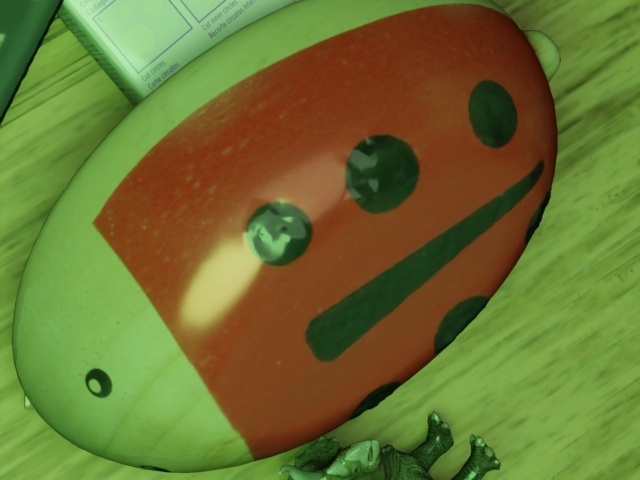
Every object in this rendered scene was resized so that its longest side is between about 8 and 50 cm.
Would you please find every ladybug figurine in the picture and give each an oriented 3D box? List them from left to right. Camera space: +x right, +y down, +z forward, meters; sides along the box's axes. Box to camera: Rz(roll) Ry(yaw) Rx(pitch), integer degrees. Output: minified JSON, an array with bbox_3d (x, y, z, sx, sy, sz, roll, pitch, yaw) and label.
[{"bbox_3d":[0.000,0.000,1.374,0.449,0.162,0.305,-40,132,-8],"label":"ladybug figurine"}]

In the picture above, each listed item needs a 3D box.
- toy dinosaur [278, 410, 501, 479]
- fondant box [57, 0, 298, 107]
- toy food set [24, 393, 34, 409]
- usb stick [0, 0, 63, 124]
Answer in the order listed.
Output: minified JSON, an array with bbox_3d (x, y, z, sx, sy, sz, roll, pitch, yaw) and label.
[{"bbox_3d":[0.064,0.230,1.462,0.160,0.121,0.313,-31,124,-17],"label":"toy dinosaur"},{"bbox_3d":[-0.098,-0.243,1.431,0.238,0.096,0.330,-41,103,-7],"label":"fondant box"},{"bbox_3d":[-0.159,0.096,1.457,0.122,0.019,0.078,2,85,-22],"label":"toy food set"},{"bbox_3d":[-0.250,-0.107,1.375,0.077,0.045,0.278,27,109,-9],"label":"usb stick"}]
